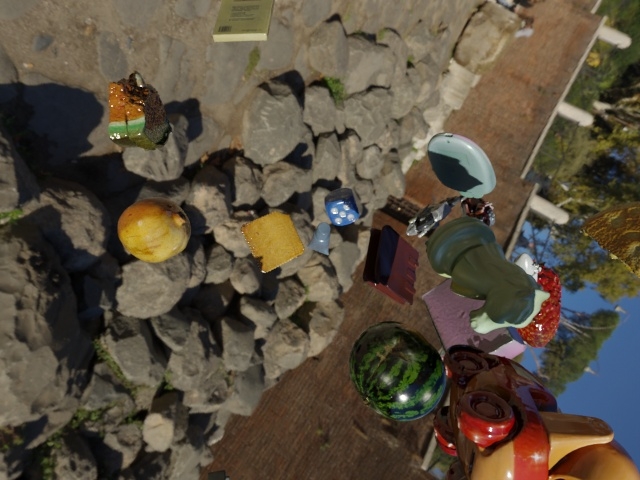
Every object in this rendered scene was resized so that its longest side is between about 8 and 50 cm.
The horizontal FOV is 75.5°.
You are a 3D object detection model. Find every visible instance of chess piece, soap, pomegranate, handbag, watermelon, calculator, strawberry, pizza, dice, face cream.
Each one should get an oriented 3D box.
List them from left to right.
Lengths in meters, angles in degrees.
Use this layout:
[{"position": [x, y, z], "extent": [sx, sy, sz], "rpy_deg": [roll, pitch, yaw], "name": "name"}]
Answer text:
[{"position": [-0.622, -0.040, 1.579], "extent": [0.264, 0.264, 0.264], "rpy_deg": [-55, 169, -16], "name": "pomegranate"}, {"position": [0.000, 0.000, 2.247], "extent": [0.385, 0.136, 0.086], "rpy_deg": [105, 5, -70], "name": "face cream"}, {"position": [0.106, -0.165, 1.993], "extent": [0.146, 0.146, 0.143], "rpy_deg": [-88, 158, -58], "name": "dice"}, {"position": [0.292, 0.100, 1.658], "extent": [0.084, 0.275, 0.260], "rpy_deg": [-17, -129, 42], "name": "handbag"}, {"position": [0.205, 0.353, 1.127], "extent": [0.269, 0.269, 0.269], "rpy_deg": [-55, 169, -16], "name": "watermelon"}, {"position": [0.404, -0.203, 1.185], "extent": [0.041, 0.185, 0.299], "rpy_deg": [-59, 141, -13], "name": "calculator"}, {"position": [0.392, 0.210, 1.091], "extent": [0.181, 0.081, 0.259], "rpy_deg": [-43, -145, 24], "name": "soap"}, {"position": [0.375, 0.089, 0.948], "extent": [0.298, 0.176, 0.175], "rpy_deg": [-109, -142, -52], "name": "chess piece"}, {"position": [0.908, 0.265, 1.782], "extent": [0.292, 0.292, 0.343], "rpy_deg": [111, -11, -45], "name": "strawberry"}, {"position": [0.950, -0.047, 1.203], "extent": [0.268, 0.087, 0.258], "rpy_deg": [-43, -145, 19], "name": "pizza"}]

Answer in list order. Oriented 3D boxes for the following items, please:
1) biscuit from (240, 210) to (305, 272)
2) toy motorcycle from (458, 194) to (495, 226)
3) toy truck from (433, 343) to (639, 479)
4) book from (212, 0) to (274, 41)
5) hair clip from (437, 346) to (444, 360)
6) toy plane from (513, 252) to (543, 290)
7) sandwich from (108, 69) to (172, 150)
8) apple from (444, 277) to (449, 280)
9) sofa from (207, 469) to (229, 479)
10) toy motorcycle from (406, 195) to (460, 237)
[{"position": [-0.204, -0.003, 1.815], "extent": [0.237, 0.232, 0.013], "rpy_deg": [-27, -175, -25], "name": "biscuit"}, {"position": [0.534, -0.116, 1.422], "extent": [0.084, 0.118, 0.212], "rpy_deg": [-16, -168, -1], "name": "toy motorcycle"}, {"position": [0.309, 0.295, 0.628], "extent": [0.265, 0.239, 0.189], "rpy_deg": [-74, 167, -71], "name": "toy truck"}, {"position": [-0.224, -0.666, 1.224], "extent": [0.026, 0.161, 0.231], "rpy_deg": [83, 8, -58], "name": "book"}, {"position": [0.622, 0.496, 2.019], "extent": [0.173, 0.069, 0.300], "rpy_deg": [-109, -139, -67], "name": "hair clip"}, {"position": [0.724, 0.144, 1.466], "extent": [0.251, 0.101, 0.255], "rpy_deg": [-32, 135, -20], "name": "toy plane"}, {"position": [-0.509, -0.346, 1.153], "extent": [0.292, 0.109, 0.212], "rpy_deg": [-105, -173, -54], "name": "sandwich"}, {"position": [0.558, 0.264, 1.526], "extent": [0.179, 0.346, 0.254], "rpy_deg": [-10, 158, -11], "name": "apple"}, {"position": [-0.271, 0.691, 1.116], "extent": [0.085, 0.060, 0.147], "rpy_deg": [-105, -161, -47], "name": "sofa"}, {"position": [0.369, -0.081, 1.401], "extent": [0.225, 0.073, 0.152], "rpy_deg": [-36, -176, -33], "name": "toy motorcycle"}]
